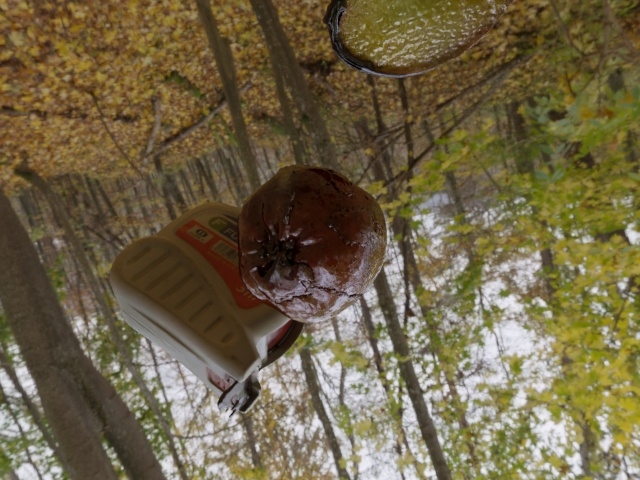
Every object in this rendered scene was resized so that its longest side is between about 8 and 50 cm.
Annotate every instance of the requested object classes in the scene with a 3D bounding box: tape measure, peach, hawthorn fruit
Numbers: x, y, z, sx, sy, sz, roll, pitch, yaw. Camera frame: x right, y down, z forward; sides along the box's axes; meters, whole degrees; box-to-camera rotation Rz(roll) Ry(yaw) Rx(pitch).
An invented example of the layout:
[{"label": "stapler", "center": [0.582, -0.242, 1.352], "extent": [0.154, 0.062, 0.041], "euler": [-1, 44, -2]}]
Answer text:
[{"label": "tape measure", "center": [-0.138, 0.076, 0.637], "extent": [0.258, 0.130, 0.265], "euler": [28, -133, 21]}, {"label": "peach", "center": [0.139, -0.329, 0.591], "extent": [0.278, 0.189, 0.068], "euler": [-12, -146, 14]}, {"label": "hawthorn fruit", "center": [0.000, 0.000, 0.446], "extent": [0.148, 0.148, 0.172], "euler": [-15, 180, 33]}]
